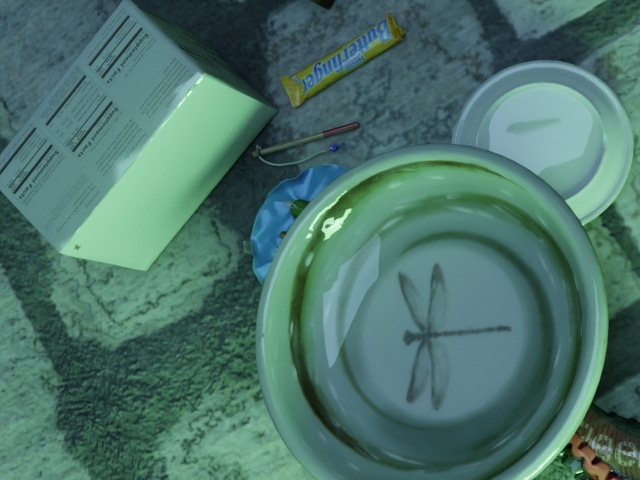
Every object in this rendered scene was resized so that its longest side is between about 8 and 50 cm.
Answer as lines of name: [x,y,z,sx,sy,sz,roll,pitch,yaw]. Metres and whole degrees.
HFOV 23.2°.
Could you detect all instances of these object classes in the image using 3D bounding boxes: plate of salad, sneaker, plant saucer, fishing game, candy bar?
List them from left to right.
fishing game: [0.000,0.000,1.811,0.189,0.041,0.264,-14,80,16]
candy bar: [0.027,-0.213,1.833,0.161,0.018,0.040,-30,75,16]
plant saucer: [0.125,0.099,1.681,0.400,0.100,0.400,-6,76,26]
plate of salad: [0.244,-0.101,1.723,0.200,0.048,0.200,-3,78,12]
sneaker: [0.344,0.231,1.626,0.135,0.097,0.276,-48,64,-2]

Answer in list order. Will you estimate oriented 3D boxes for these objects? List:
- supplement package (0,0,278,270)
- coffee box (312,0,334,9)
supplement package: [-0.214,-0.115,1.816,0.145,0.204,0.262,45,100,21]
coffee box: [-0.068,-0.396,1.845,0.246,0.098,0.141,32,97,21]
